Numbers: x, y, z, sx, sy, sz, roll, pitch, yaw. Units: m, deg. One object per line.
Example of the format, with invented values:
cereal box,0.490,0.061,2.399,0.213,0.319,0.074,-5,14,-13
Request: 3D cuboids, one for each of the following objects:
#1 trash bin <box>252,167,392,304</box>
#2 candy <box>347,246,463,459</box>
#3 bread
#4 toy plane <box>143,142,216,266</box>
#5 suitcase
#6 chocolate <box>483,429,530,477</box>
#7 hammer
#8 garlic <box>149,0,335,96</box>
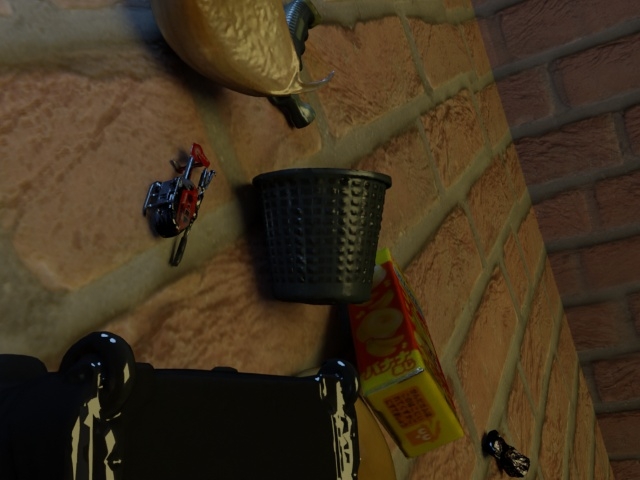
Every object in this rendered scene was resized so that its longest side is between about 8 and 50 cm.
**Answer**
trash bin,0.000,0.000,0.828,0.175,0.176,0.160,10,80,-60
candy,0.106,0.147,0.930,0.146,0.088,0.276,57,13,-29
bread,0.028,0.259,0.807,0.217,0.098,0.147,66,25,-21
toy plane,-0.144,-0.048,0.697,0.060,0.037,0.145,52,36,-44
suitcase,-0.095,0.249,0.477,0.345,0.188,0.339,24,55,-59
chocolate,0.403,0.461,1.449,0.147,0.070,0.072,53,7,-38
hammer,-0.046,-0.294,0.998,0.158,0.041,0.226,54,35,-39
garlic,-0.100,-0.262,0.750,0.145,0.164,0.244,-94,162,-57
